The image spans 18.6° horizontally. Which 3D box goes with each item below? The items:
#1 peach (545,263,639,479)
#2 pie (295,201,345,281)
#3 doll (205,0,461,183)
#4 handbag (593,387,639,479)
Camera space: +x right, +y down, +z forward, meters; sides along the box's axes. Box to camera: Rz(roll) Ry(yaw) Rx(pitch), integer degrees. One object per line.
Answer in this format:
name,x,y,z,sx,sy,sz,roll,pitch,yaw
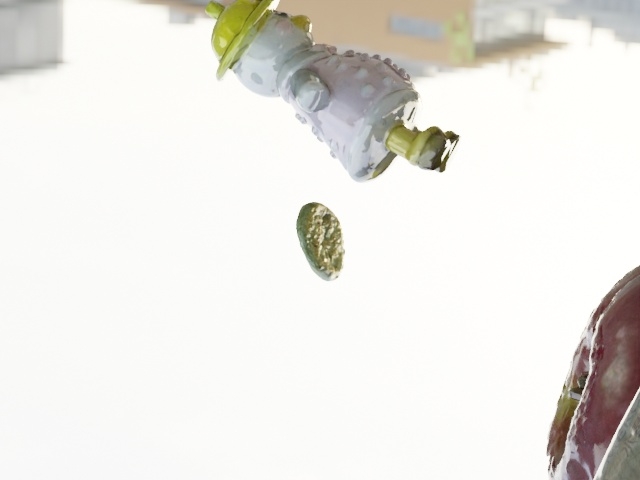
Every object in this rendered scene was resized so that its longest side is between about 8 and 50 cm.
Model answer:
peach,0.412,0.189,1.740,0.416,0.353,0.339,11,-145,-4
pie,0.000,0.001,1.926,0.021,0.084,0.084,-13,-172,28
doll,0.001,-0.105,1.324,0.207,0.081,0.129,35,-166,19
handbag,0.242,0.126,1.191,0.117,0.270,0.182,32,-170,34
